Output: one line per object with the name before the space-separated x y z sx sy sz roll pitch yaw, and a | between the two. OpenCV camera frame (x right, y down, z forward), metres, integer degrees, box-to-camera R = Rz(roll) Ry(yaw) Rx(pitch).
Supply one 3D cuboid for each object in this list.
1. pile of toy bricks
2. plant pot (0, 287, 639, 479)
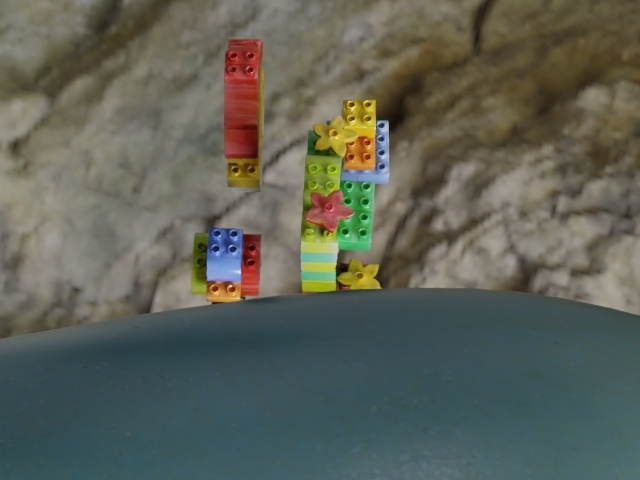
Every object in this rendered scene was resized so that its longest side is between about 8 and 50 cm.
pile of toy bricks | 0.000 0.000 0.725 0.118 0.212 0.105 1 154 0
plant pot | 0.017 0.142 0.391 0.235 0.293 0.293 -16 -169 -7
